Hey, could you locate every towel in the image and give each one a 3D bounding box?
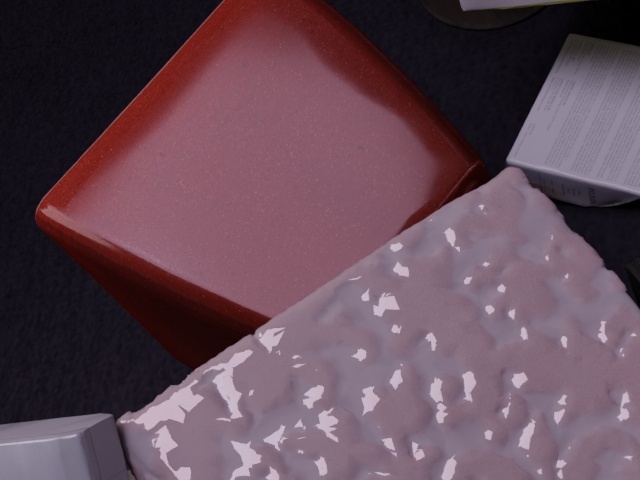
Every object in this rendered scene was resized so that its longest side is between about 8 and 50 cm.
[{"bbox_3d":[0.093,0.158,0.709,0.317,0.053,0.332,-34,71,-12],"label":"towel"}]

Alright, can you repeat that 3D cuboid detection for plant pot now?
[{"bbox_3d":[0.000,0.000,0.925,0.235,0.267,0.267,33,77,32],"label":"plant pot"}]

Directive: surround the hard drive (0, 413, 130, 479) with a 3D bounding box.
[{"bbox_3d":[-0.186,0.293,0.761,0.233,0.353,0.047,-10,7,29],"label":"hard drive"}]

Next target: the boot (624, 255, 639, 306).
[{"bbox_3d":[0.318,0.052,0.769,0.161,0.083,0.246,-30,44,3],"label":"boot"}]

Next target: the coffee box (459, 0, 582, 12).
[{"bbox_3d":[0.282,-0.399,0.923,0.338,0.334,0.337,1,32,36],"label":"coffee box"}]

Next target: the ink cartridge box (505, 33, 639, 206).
[{"bbox_3d":[0.259,-0.088,0.972,0.179,0.045,0.145,19,65,24],"label":"ink cartridge box"}]

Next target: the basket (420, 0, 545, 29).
[{"bbox_3d":[0.119,-0.339,1.135,0.154,0.227,0.204,-38,42,2],"label":"basket"}]

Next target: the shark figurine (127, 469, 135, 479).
[{"bbox_3d":[-0.174,0.207,0.962,0.278,0.116,0.166,-14,49,28],"label":"shark figurine"}]
